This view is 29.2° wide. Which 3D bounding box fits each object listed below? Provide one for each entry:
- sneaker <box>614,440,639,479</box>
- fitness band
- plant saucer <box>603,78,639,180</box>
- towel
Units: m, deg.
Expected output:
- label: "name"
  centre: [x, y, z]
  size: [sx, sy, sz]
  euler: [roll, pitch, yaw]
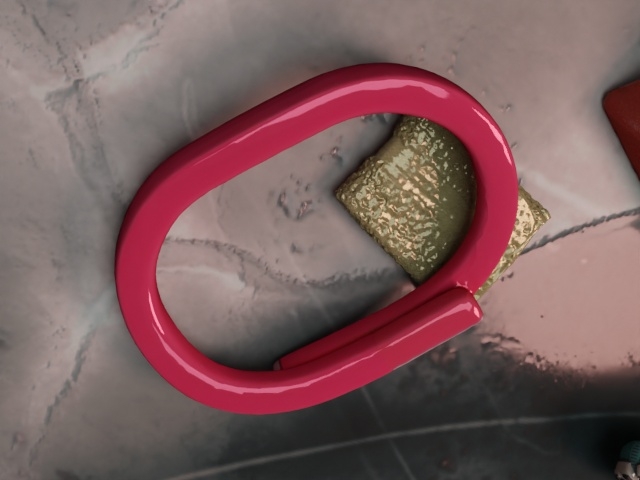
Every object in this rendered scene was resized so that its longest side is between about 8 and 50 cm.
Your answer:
- label: "sneaker"
  centre: [0.363, 0.170, 1.018]
  size: [0.275, 0.107, 0.110]
  euler: [1, 85, -22]
- label: "fitness band"
  centre: [0.000, 0.000, 0.852]
  size: [0.290, 0.054, 0.209]
  euler: [-28, 111, 3]
- label: "plant saucer"
  centre: [0.377, -0.040, 0.906]
  size: [0.259, 0.048, 0.258]
  euler: [-21, 114, 26]
- label: "towel"
  centre: [0.090, -0.023, 0.905]
  size: [0.148, 0.027, 0.110]
  euler: [41, 92, -23]
